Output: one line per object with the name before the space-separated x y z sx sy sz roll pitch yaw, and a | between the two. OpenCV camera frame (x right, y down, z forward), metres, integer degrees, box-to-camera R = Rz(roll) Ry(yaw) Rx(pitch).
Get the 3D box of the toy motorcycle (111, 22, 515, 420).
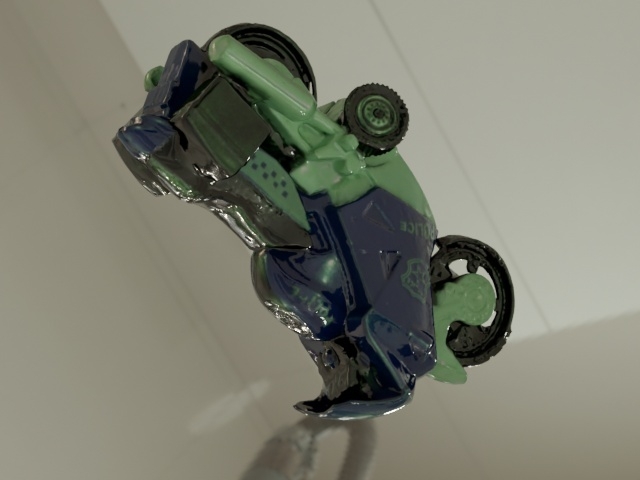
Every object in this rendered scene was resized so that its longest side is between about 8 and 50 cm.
toy motorcycle | 0.000 0.000 1.028 0.125 0.331 0.196 -12 -142 57
